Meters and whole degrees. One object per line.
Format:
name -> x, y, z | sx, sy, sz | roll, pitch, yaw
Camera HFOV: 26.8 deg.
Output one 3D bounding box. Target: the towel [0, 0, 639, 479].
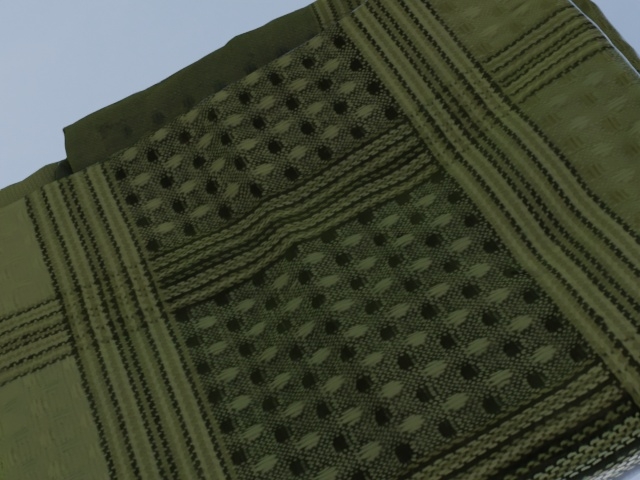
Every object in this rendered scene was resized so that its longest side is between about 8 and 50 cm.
towel -> 0.000, 0.000, 0.543 | 0.312, 0.056, 0.324 | -30, -139, 3
